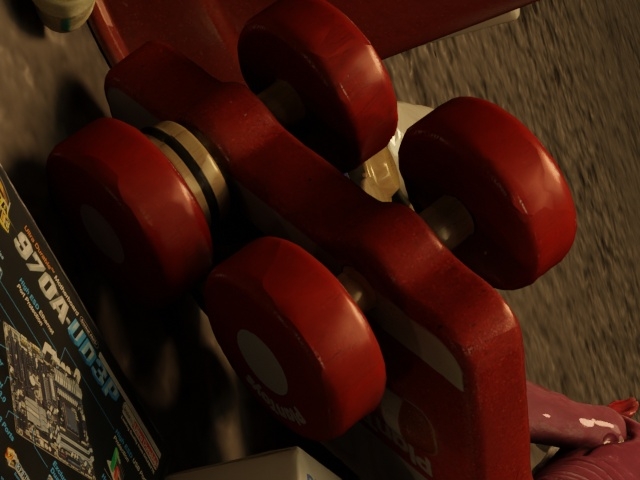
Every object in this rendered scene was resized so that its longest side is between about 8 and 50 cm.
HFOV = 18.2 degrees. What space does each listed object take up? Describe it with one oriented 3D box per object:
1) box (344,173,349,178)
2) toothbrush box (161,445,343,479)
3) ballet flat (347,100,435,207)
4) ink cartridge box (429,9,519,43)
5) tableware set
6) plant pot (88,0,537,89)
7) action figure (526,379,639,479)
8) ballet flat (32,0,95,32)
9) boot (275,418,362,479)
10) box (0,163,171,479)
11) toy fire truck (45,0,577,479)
[{"bbox_3d":[0.000,0.000,1.329,0.054,0.059,0.169,-71,142,-63],"label":"box"},{"bbox_3d":[-0.015,0.275,1.007,0.206,0.122,0.283,45,34,-56],"label":"toothbrush box"},{"bbox_3d":[0.073,-0.051,1.517,0.280,0.096,0.095,45,34,-56],"label":"ballet flat"},{"bbox_3d":[0.048,-0.244,1.494,0.208,0.153,0.087,57,28,-42],"label":"ink cartridge box"},{"bbox_3d":[0.053,0.000,1.373,0.169,0.020,0.141,-82,150,-62],"label":"tableware set"},{"bbox_3d":[0.014,-0.217,1.209,0.272,0.265,0.272,-13,90,-71],"label":"plant pot"},{"bbox_3d":[0.180,0.198,1.416,0.370,0.275,0.248,-45,114,-52],"label":"action figure"},{"bbox_3d":[-0.145,-0.191,1.090,0.052,0.057,0.168,102,-13,-66],"label":"ballet flat"},{"bbox_3d":[0.055,0.161,1.241,0.161,0.083,0.247,9,70,-45],"label":"boot"},{"bbox_3d":[-0.146,0.081,0.875,0.175,0.051,0.220,-78,148,-52],"label":"box"},{"bbox_3d":[-0.002,0.032,1.066,0.169,0.302,0.254,-36,142,-24],"label":"toy fire truck"}]
